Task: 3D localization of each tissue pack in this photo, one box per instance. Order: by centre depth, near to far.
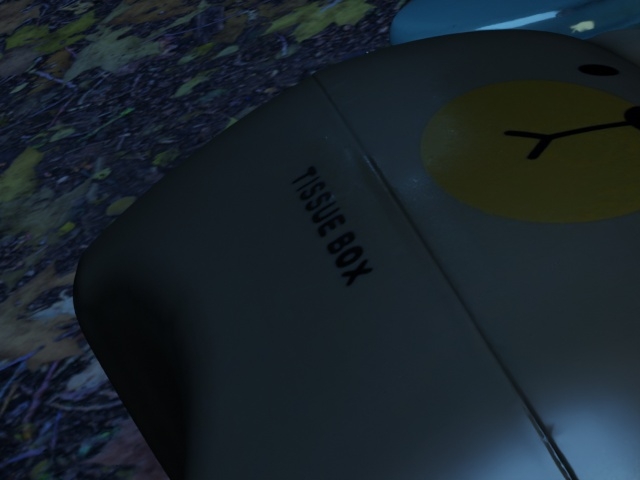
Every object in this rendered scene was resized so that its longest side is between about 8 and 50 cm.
[{"bbox_3d":[0.080,0.085,0.590,0.277,0.267,0.387,-26,28,1],"label":"tissue pack"}]

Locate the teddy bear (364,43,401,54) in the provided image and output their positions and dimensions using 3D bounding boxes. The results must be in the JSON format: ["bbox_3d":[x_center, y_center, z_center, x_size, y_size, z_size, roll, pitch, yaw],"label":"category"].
[{"bbox_3d":[0.000,0.000,0.948,0.267,0.156,0.256,7,41,43],"label":"teddy bear"}]

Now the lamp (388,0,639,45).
[{"bbox_3d":[0.167,-0.152,1.099,0.209,0.147,0.284,5,46,40],"label":"lamp"}]
